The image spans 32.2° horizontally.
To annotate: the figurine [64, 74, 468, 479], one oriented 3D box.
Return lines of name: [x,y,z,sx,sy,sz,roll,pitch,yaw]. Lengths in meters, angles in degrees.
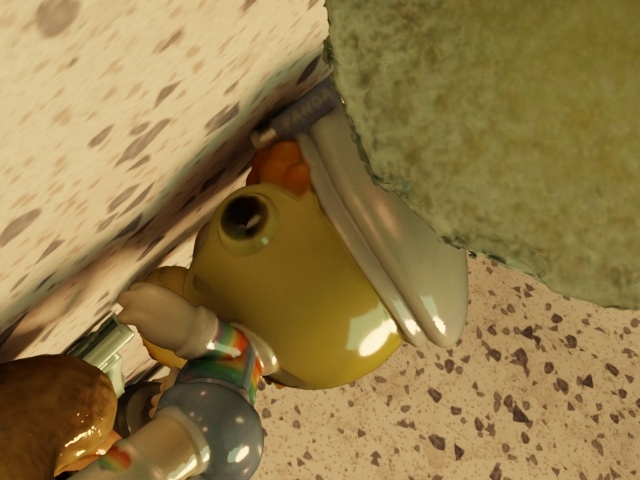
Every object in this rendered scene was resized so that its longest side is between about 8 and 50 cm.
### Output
figurine: [-0.028,0.083,0.804,0.382,0.205,0.224,-57,153,-16]

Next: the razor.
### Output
razor: [-0.211,0.138,1.081,0.111,0.056,0.278,-44,176,-10]

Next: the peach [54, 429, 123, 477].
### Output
peach: [-0.271,0.286,1.204,0.184,0.184,0.184,-43,176,-4]

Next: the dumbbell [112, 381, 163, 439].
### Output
dumbbell: [-0.259,0.321,1.590,0.290,0.192,0.192,-47,175,33]

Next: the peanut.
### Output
peanut: [-0.217,0.145,0.735,0.095,0.108,0.226,-52,174,33]

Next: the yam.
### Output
yam: [0.145,-0.116,0.562,0.241,0.241,0.348,-45,177,19]

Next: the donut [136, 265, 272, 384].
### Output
donut: [-0.068,0.047,0.970,0.181,0.146,0.078,-37,160,-35]

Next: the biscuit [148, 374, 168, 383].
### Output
biscuit: [-0.220,0.218,1.704,0.152,0.020,0.152,-16,169,-3]

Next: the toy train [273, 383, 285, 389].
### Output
toy train: [-0.041,0.107,1.772,0.231,0.163,0.369,-29,-173,43]

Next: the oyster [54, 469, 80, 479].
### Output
oyster: [-0.286,0.239,0.794,0.259,0.092,0.198,-45,-143,-22]
